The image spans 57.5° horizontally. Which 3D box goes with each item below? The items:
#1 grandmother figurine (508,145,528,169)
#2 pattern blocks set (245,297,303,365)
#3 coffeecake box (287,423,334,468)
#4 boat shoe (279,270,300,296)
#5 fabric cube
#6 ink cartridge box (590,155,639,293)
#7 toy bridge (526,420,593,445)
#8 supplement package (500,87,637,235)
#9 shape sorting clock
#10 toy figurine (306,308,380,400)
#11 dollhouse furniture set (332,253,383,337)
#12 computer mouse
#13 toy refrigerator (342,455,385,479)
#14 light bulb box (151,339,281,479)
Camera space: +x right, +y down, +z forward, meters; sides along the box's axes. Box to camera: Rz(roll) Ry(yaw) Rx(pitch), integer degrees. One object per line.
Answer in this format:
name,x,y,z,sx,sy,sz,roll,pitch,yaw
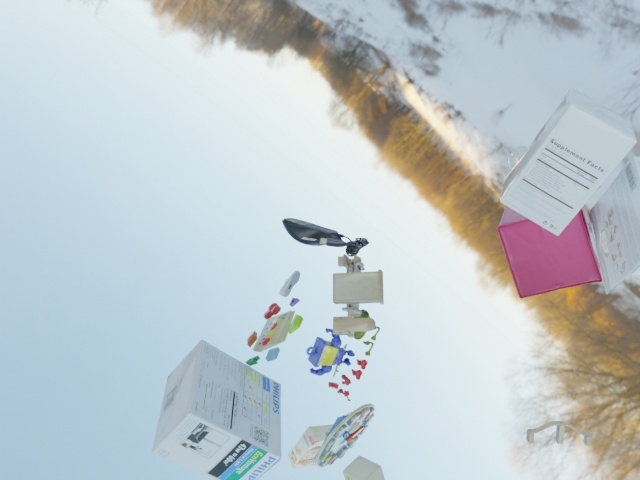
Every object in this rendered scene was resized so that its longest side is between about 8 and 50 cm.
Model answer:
grandmother figurine,0.786,-0.260,1.963,0.342,0.208,0.104,4,170,-16
pattern blocks set,-0.175,0.348,2.246,0.026,0.285,0.325,49,-133,-21
coffeecake box,-0.020,0.805,2.283,0.142,0.186,0.068,9,-145,-37
boat shoe,-0.104,0.140,1.920,0.035,0.100,0.035,12,156,43
fabric cube,0.742,0.005,1.884,0.258,0.258,0.254,-35,-73,-63
ink cartridge box,0.850,-0.036,1.599,0.066,0.261,0.297,6,-122,0
toy bridge,0.701,0.562,1.705,0.188,0.063,0.026,2,-172,3
supplement package,0.611,-0.198,1.459,0.175,0.293,0.177,32,-147,5
shape sorting clock,0.066,0.493,1.469,0.040,0.206,0.206,35,-172,31
toy figurine,0.056,0.443,2.329,0.217,0.363,0.191,16,-166,-26
dollhouse furniture set,0.170,0.220,2.152,0.355,0.173,0.304,44,-136,-68
computer mouse,0.000,0.000,1.639,0.261,0.060,0.184,16,-169,8
toy refrigerator,0.165,0.857,1.916,0.102,0.094,0.270,7,120,48
light bulb box,-0.339,0.600,2.004,0.361,0.225,0.358,35,-158,-21
